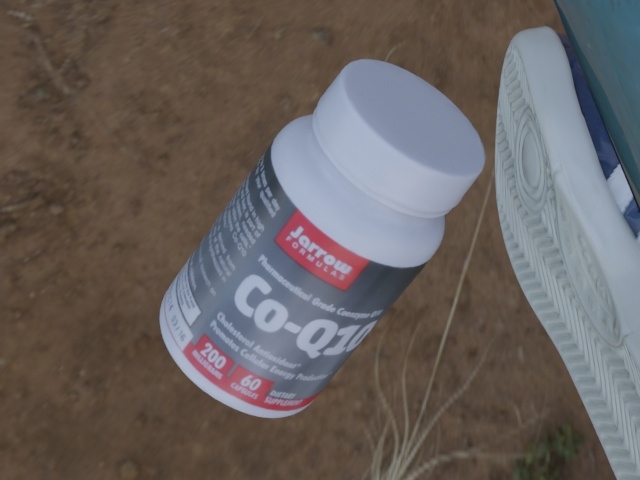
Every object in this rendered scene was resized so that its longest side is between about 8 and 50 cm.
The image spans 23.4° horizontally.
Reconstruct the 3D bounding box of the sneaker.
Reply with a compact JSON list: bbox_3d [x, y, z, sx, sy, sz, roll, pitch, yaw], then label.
[{"bbox_3d":[0.201,0.014,0.839,0.148,0.350,0.131,-9,143,-10],"label":"sneaker"}]

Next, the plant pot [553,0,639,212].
[{"bbox_3d":[0.236,0.002,0.389,0.341,0.341,0.334,-28,114,12],"label":"plant pot"}]

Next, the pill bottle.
[{"bbox_3d":[0.000,0.000,1.273,0.161,0.161,0.283,35,121,-3],"label":"pill bottle"}]
